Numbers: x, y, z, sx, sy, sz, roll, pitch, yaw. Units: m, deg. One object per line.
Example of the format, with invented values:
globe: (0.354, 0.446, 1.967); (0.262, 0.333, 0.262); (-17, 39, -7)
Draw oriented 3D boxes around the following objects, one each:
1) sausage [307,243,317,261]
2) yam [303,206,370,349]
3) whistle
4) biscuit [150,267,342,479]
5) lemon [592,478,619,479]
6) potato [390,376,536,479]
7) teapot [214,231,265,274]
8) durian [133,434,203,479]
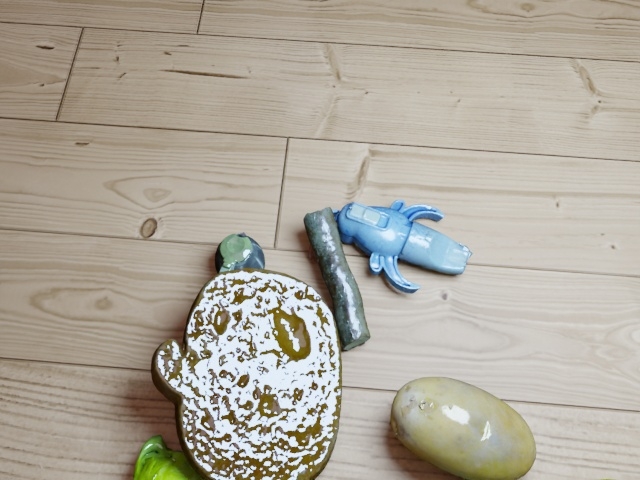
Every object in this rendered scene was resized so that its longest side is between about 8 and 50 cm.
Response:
sausage: (0.000, 0.000, 1.273); (0.034, 0.034, 0.083); (14, 68, 7)
yam: (0.031, 0.065, 1.208); (0.061, 0.061, 0.253); (-16, 77, -7)
whistle: (0.142, -0.004, 1.251); (0.269, 0.093, 0.180); (23, 62, 4)
biscuit: (-0.116, 0.224, 1.109); (0.314, 0.063, 0.367); (7, 68, -14)
lemon: (0.415, 0.443, 0.994); (0.193, 0.180, 0.180); (-40, 71, -17)
potato: (0.224, 0.295, 1.069); (0.234, 0.146, 0.150); (16, 55, 7)
teapot: (-0.147, 0.042, 1.224); (0.092, 0.091, 0.124); (-8, 65, -2)
durian: (-0.208, 0.419, 1.052); (0.250, 0.101, 0.139); (35, 35, 15)
